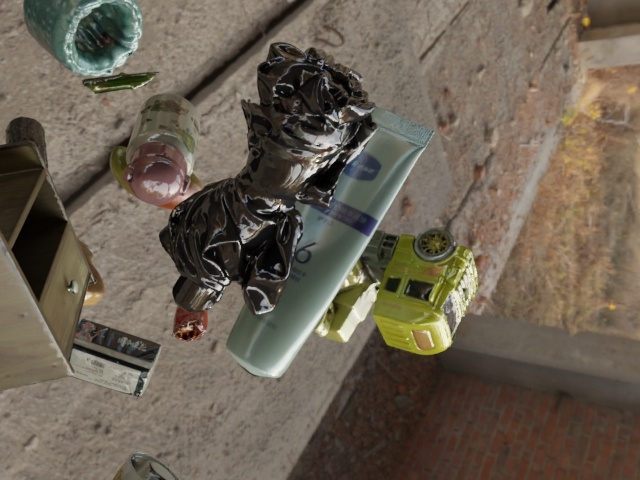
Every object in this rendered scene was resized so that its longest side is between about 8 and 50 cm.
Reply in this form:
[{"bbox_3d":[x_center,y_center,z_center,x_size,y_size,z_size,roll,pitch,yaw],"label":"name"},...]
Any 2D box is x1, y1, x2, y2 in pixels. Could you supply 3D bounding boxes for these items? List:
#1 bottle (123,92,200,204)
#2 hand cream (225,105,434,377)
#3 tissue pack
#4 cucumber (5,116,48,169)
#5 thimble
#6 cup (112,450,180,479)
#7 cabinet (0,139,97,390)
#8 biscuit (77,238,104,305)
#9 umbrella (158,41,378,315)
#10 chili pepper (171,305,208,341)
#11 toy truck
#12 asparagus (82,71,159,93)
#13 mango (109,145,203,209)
[{"bbox_3d":[-0.279,-0.158,1.044,0.253,0.120,0.120,-100,163,-50],"label":"bottle"},{"bbox_3d":[0.000,0.000,0.640,0.321,0.109,0.067,-61,159,-4],"label":"hand cream"},{"bbox_3d":[-0.421,0.239,1.189,0.090,0.170,0.103,-78,-168,-59],"label":"tissue pack"},{"bbox_3d":[-0.606,-0.171,1.211,0.078,0.211,0.062,-10,138,-19],"label":"cucumber"},{"bbox_3d":[-0.464,-0.440,1.152,0.198,0.143,0.235,-40,166,-18],"label":"thimble"},{"bbox_3d":[-0.504,0.713,1.570,0.185,0.241,0.226,39,87,-1],"label":"cup"},{"bbox_3d":[-0.361,0.030,0.656,0.175,0.148,0.215,-105,-175,-54],"label":"cabinet"},{"bbox_3d":[-0.668,0.012,1.323,0.062,0.365,0.385,-48,129,3],"label":"biscuit"},{"bbox_3d":[-0.053,-0.034,0.516,0.122,0.272,0.110,30,25,-15],"label":"umbrella"},{"bbox_3d":[-0.282,0.166,1.285,0.070,0.123,0.073,18,115,-18],"label":"chili pepper"},{"bbox_3d":[0.049,0.059,0.751,0.157,0.272,0.124,-65,150,-25],"label":"toy truck"},{"bbox_3d":[-0.287,-0.231,0.855,0.108,0.025,0.021,-14,145,-18],"label":"asparagus"},{"bbox_3d":[-0.497,-0.178,1.780,0.289,0.129,0.146,16,125,-19],"label":"mango"}]
